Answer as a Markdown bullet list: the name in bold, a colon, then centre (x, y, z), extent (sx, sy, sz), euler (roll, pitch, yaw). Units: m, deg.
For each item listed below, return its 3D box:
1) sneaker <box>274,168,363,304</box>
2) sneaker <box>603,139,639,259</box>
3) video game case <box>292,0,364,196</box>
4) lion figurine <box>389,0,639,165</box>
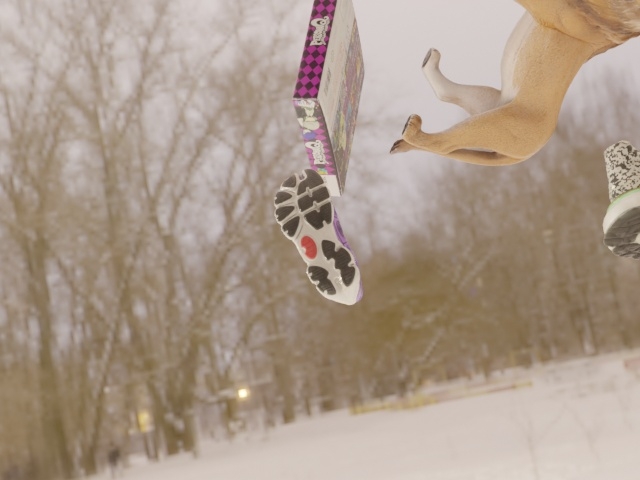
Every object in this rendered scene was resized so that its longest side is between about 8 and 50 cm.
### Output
- **sneaker**: centre (0.000, 0.000, 1.492), extent (0.068, 0.170, 0.071), euler (-24, -22, 9)
- **sneaker**: centre (0.581, -0.073, 1.937), extent (0.410, 0.182, 0.158), euler (6, -30, -27)
- **video game case**: centre (0.015, -0.214, 1.818), extent (0.042, 0.232, 0.210), euler (2, -33, 13)
- **lion figurine**: centre (0.269, -0.220, 1.630), extent (0.240, 0.142, 0.392), euler (24, -60, -11)
